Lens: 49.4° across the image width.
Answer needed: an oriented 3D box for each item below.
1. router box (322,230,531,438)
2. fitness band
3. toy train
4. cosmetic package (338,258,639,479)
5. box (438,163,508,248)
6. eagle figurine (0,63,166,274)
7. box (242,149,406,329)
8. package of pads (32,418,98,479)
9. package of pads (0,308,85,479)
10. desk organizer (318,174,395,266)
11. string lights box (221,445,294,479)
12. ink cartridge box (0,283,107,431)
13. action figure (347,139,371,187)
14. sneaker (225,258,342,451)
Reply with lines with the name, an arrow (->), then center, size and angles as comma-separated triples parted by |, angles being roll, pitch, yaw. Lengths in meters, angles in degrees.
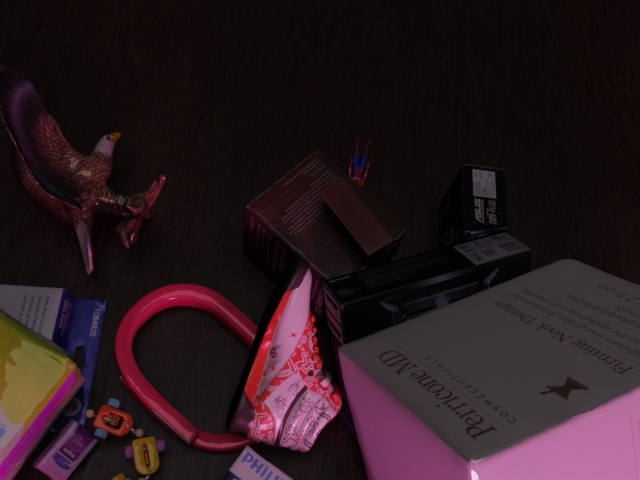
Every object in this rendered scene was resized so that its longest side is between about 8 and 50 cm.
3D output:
router box -> 0.168, 0.141, 1.061 | 0.308, 0.243, 0.081 | -14, 27, -16
fitness band -> -0.185, 0.197, 1.088 | 0.291, 0.054, 0.209 | 41, 62, 12
toy train -> -0.296, 0.321, 1.000 | 0.125, 0.046, 0.166 | 20, 58, -12
cosmetic package -> 0.288, 0.265, 0.894 | 0.393, 0.329, 0.328 | -18, 109, -18
box -> 0.262, -0.016, 1.207 | 0.077, 0.147, 0.180 | 7, 63, -5
eagle figurine -> -0.409, -0.116, 1.132 | 0.298, 0.226, 0.225 | 29, 24, -11
box -> 0.000, 0.000, 1.148 | 0.203, 0.168, 0.167 | 43, 65, 15
package of pads -> -0.367, 0.306, 1.004 | 0.050, 0.032, 0.083 | 48, 61, -19
package of pads -> -0.507, 0.191, 0.961 | 0.296, 0.101, 0.229 | 29, 65, 7
desk organizer -> 0.051, -0.029, 1.047 | 0.050, 0.047, 0.130 | -31, 71, -20
string lights box -> -0.126, 0.421, 0.915 | 0.133, 0.077, 0.260 | 35, 61, 10
ink cartridge box -> -0.458, 0.176, 1.059 | 0.223, 0.045, 0.224 | 4, 62, -6
action figure -> 0.072, -0.139, 1.313 | 0.038, 0.030, 0.115 | 14, 63, -6
sneaker -> -0.027, 0.174, 1.028 | 0.144, 0.090, 0.270 | 22, 82, -11
